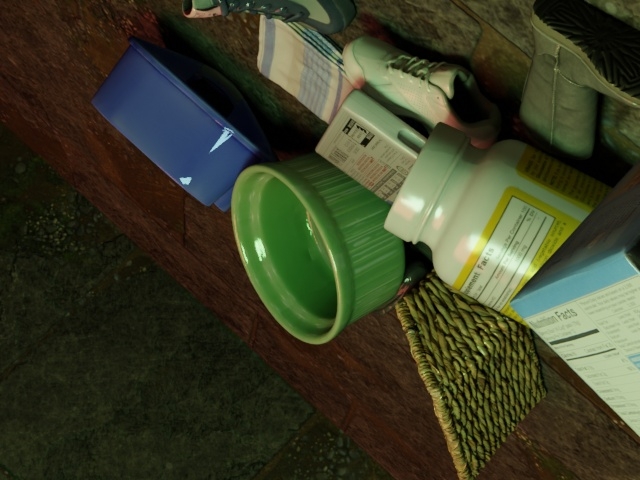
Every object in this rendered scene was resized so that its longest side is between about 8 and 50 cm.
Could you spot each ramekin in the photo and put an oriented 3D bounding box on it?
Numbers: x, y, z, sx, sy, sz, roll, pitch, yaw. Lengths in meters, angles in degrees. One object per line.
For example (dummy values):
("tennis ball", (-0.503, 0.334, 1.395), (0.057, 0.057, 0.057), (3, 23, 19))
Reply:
("ramekin", (0.000, 0.000, 1.973), (0.303, 0.148, 0.303), (39, 142, 40))

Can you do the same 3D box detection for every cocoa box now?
("cocoa box", (0.373, -0.005, 1.010), (0.228, 0.347, 0.231), (45, 162, 0))

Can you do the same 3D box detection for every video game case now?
("video game case", (0.137, -0.076, 1.681), (0.300, 0.036, 0.329), (36, 171, -2))

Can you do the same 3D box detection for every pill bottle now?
("pill bottle", (0.251, 0.001, 1.421), (0.334, 0.188, 0.188), (28, 159, 5))

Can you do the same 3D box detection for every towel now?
("towel", (0.018, -0.214, 1.793), (0.285, 0.034, 0.209), (41, 162, 10))

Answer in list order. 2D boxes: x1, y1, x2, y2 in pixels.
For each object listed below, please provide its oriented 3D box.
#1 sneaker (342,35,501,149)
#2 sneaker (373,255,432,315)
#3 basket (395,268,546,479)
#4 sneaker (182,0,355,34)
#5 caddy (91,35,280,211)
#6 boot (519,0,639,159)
("sneaker", (0.134, -0.196, 1.535), (0.232, 0.090, 0.115), (33, 153, 5))
("sneaker", (0.086, 0.052, 2.114), (0.130, 0.109, 0.286), (57, 156, -10))
("basket", (0.205, 0.208, 2.000), (0.213, 0.223, 0.299), (31, 158, 35))
("sneaker", (-0.110, -0.317, 1.566), (0.319, 0.131, 0.112), (25, 162, -17))
("caddy", (-0.215, -0.205, 2.082), (0.341, 0.179, 0.241), (42, -175, 9))
("boot", (0.285, -0.148, 1.318), (0.189, 0.076, 0.208), (49, 159, 29))
